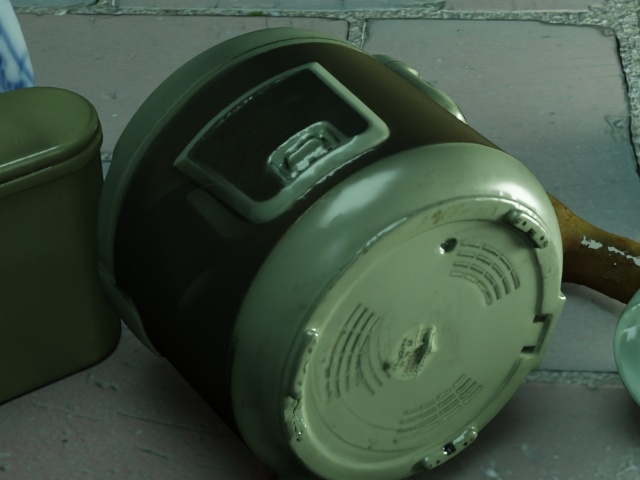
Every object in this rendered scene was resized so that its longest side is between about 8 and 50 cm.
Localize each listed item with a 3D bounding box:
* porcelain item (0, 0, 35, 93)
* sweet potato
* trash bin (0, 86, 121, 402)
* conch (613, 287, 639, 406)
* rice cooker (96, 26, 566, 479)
[{"bbox_3d":[-0.380,-0.149,1.379,0.178,0.405,0.242,1,34,16],"label":"porcelain item"},{"bbox_3d":[0.199,-0.005,1.423,0.385,0.109,0.109,24,42,11],"label":"sweet potato"},{"bbox_3d":[-0.292,0.015,1.300,0.243,0.247,0.121,-23,42,-24],"label":"trash bin"},{"bbox_3d":[0.352,0.089,1.268,0.221,0.121,0.185,-18,47,-6],"label":"conch"},{"bbox_3d":[0.000,0.000,1.240,0.335,0.335,0.325,-22,41,-24],"label":"rice cooker"}]
